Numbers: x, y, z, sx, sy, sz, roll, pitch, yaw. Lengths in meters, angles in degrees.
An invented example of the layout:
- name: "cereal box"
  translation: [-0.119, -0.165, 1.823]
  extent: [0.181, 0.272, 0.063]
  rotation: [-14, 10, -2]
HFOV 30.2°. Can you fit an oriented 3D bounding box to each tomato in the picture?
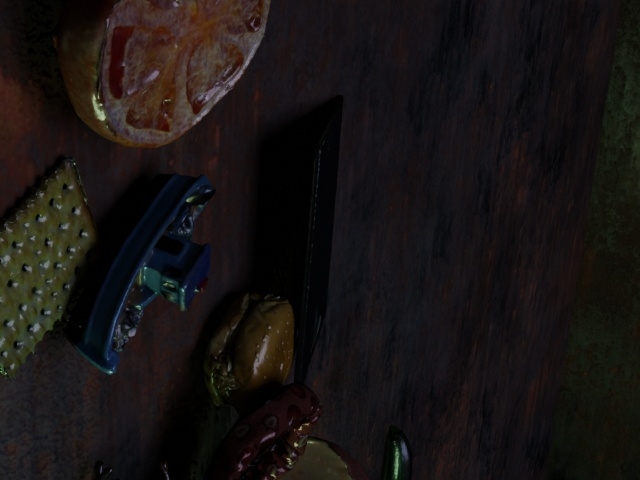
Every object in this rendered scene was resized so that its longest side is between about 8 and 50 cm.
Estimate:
- name: "tomato"
  translation: [-0.142, -0.201, 1.030]
  extent: [0.237, 0.095, 0.237]
  rotation: [-46, 156, -27]

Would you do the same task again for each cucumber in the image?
- name: "cucumber"
  translation: [0.141, 0.459, 2.146]
  extent: [0.056, 0.056, 0.284]
  rotation: [-44, 137, -51]

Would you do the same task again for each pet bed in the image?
- name: "pet bed"
  translation: [-0.070, 0.247, 1.388]
  extent: [0.201, 0.053, 0.201]
  rotation: [-47, 163, -20]

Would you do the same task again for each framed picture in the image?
- name: "framed picture"
  translation: [0.000, 0.000, 1.511]
  extent: [0.244, 0.013, 0.324]
  rotation: [-68, 165, -67]

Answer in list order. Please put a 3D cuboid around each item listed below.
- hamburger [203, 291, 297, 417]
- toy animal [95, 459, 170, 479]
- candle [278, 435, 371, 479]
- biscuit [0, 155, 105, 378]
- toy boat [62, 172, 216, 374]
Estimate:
- name: "hamburger"
  translation: [-0.082, 0.135, 1.416]
  extent: [0.138, 0.083, 0.147]
  rotation: [78, 31, -47]
- name: "toy animal"
  translation: [-0.198, 0.346, 1.311]
  extent: [0.243, 0.087, 0.260]
  rotation: [-23, 121, -79]
- name: "candle"
  translation: [-0.002, 0.415, 1.511]
  extent: [0.131, 0.287, 0.317]
  rotation: [25, 81, -71]
- name: "biscuit"
  translation: [-0.258, 0.035, 1.039]
  extent: [0.203, 0.016, 0.144]
  rotation: [-57, 151, -37]
- name: "toy boat"
  translation: [-0.159, 0.033, 1.142]
  extent: [0.100, 0.097, 0.223]
  rotation: [102, 13, -58]
